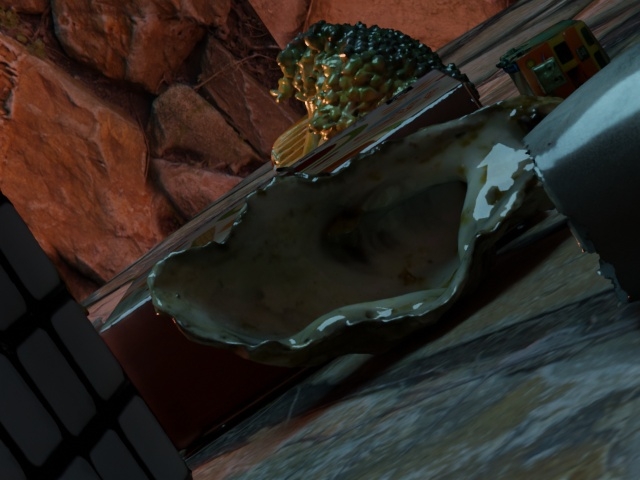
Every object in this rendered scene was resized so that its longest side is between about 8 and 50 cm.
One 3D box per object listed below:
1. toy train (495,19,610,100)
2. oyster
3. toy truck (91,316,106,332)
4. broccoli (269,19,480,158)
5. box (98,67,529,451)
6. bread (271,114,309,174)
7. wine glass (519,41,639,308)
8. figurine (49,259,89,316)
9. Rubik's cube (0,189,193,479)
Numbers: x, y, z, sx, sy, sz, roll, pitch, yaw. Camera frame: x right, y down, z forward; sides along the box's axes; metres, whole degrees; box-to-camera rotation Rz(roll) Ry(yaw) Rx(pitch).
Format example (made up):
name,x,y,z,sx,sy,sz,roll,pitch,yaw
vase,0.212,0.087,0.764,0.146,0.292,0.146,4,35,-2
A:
name,x,y,z,sx,sy,sz,roll,pitch,yaw
toy train,0.247,-0.189,1.995,0.099,0.072,0.188,-35,6,4
oyster,0.054,-0.005,1.317,0.341,0.166,0.110,-36,-29,-17
toy truck,-0.198,0.135,1.736,0.114,0.098,0.227,-39,6,17
broccoli,0.057,-0.101,1.989,0.243,0.263,0.247,-59,-27,-3
box,0.000,0.000,1.597,0.344,0.122,0.385,-34,6,4
bread,0.018,-0.091,2.174,0.114,0.132,0.190,-33,10,18
wine glass,0.227,-0.070,0.940,0.241,0.126,0.126,-32,6,8
figurine,-0.262,0.107,1.549,0.167,0.257,0.192,-41,15,-34
Rubik's cube,-0.329,0.150,1.159,0.344,0.344,0.337,-34,6,14
